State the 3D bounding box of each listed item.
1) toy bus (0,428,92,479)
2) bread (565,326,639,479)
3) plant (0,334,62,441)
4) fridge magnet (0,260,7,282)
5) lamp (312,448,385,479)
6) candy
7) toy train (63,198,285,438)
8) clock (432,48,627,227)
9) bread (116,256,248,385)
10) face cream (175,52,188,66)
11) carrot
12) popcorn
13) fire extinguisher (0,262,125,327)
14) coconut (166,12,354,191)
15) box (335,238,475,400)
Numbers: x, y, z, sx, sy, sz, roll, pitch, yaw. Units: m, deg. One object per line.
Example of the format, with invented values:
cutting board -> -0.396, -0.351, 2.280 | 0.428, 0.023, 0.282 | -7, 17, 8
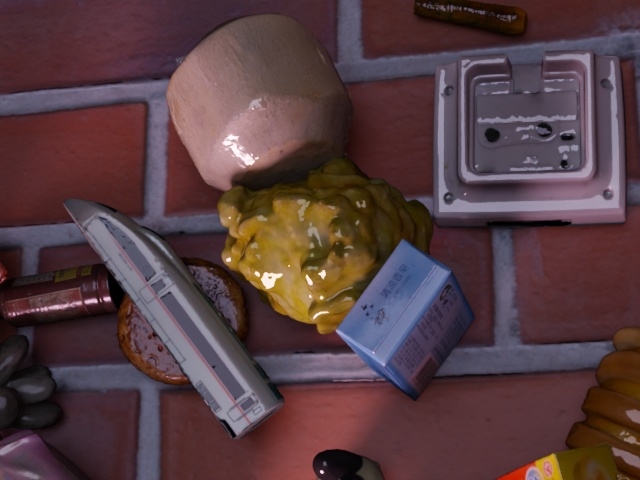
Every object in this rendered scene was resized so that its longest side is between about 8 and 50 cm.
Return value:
toy bus -> -0.324, 0.409, 1.635 | 0.386, 0.171, 0.162 | 39, 73, 20
bread -> 0.387, 0.269, 1.534 | 0.173, 0.121, 0.311 | 23, 82, 18
plant -> -0.500, 0.248, 1.732 | 0.275, 0.149, 0.146 | -25, 112, -13
fridge magnet -> -0.596, 0.100, 1.719 | 0.364, 0.363, 0.155 | -37, 110, 0
lamp -> 0.065, 0.384, 1.541 | 0.198, 0.197, 0.244 | -33, 53, 1
candy -> 0.253, 0.345, 1.464 | 0.088, 0.276, 0.146 | -3, 69, -27
toy train -> -0.200, 0.082, 1.676 | 0.088, 0.086, 0.407 | -38, 80, 0
clock -> 0.281, -0.138, 1.687 | 0.262, 0.116, 0.231 | -1, 74, 13
bread -> -0.195, 0.111, 1.746 | 0.193, 0.064, 0.193 | -2, 78, 8
face cream -> -0.152, -0.278, 1.867 | 0.130, 0.034, 0.034 | -9, 72, 9
carrot -> 0.214, -0.328, 1.797 | 0.171, 0.042, 0.042 | 12, 76, 16
popcorn -> 0.000, 0.000, 1.652 | 0.250, 0.242, 0.234 | 16, 86, 30
fire extinguisher -> -0.409, 0.098, 1.782 | 0.252, 0.075, 0.106 | -10, 53, 9
coconut -> -0.086, -0.194, 1.722 | 0.245, 0.245, 0.247 | -25, 69, 4
box -> 0.114, 0.106, 1.585 | 0.083, 0.232, 0.142 | 34, 83, 23
